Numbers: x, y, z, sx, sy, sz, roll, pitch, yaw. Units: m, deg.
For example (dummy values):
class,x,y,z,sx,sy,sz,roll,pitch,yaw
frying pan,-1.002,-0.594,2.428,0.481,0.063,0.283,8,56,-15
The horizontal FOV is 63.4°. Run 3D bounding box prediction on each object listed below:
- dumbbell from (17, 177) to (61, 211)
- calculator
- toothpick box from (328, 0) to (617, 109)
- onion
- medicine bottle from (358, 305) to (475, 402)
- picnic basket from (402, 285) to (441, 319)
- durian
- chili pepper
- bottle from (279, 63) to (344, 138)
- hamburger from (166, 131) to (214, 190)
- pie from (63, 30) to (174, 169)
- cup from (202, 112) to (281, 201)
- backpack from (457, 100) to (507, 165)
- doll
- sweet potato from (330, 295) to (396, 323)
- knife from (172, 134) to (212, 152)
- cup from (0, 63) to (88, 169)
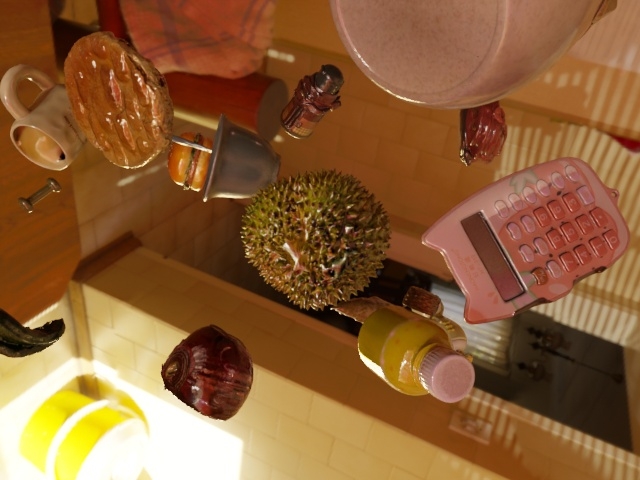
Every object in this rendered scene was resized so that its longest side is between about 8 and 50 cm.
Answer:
class,x,y,z,sx,sy,sz,roll,pitch,yaw
dumbbell,-0.800,-0.131,1.480,0.118,0.052,0.046,-47,130,-29
calculator,0.351,-0.004,0.871,0.330,0.220,0.048,-26,170,1
toothpick box,0.255,-0.435,0.808,0.425,0.409,0.409,-44,153,-32
onion,-0.273,0.347,1.370,0.216,0.207,0.206,33,80,-39
medicine bottle,0.147,0.177,0.789,0.121,0.122,0.212,-69,-163,-2
picnic basket,0.184,0.134,0.982,0.083,0.072,0.072,-68,164,3
durian,0.001,0.003,0.972,0.224,0.291,0.291,-125,-136,-59
chili pepper,-0.567,0.126,0.874,0.279,0.122,0.065,35,91,-33
bottle,-0.017,-0.464,1.732,0.271,0.156,0.143,-43,-143,44
hamburger,-0.532,-0.322,2.099,0.246,0.170,0.246,-163,-90,-75
pie,-0.484,-0.329,1.239,0.083,0.340,0.339,-39,147,-46
cup,-0.169,-0.169,1.158,0.199,0.150,0.199,-169,-90,-74
backpack,0.499,-0.346,1.592,0.229,0.139,0.229,1,90,-86
doll,0.373,0.270,1.653,0.117,0.141,0.296,104,-30,-53
sweet potato,0.183,0.248,1.645,0.423,0.131,0.130,32,78,-54
knife,-0.341,-0.277,1.607,0.044,0.313,0.019,76,34,-77
cup,-0.766,-0.348,1.443,0.255,0.173,0.202,39,47,-27
